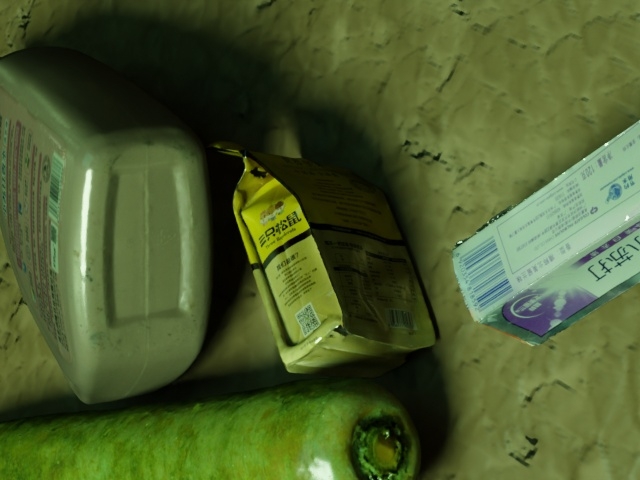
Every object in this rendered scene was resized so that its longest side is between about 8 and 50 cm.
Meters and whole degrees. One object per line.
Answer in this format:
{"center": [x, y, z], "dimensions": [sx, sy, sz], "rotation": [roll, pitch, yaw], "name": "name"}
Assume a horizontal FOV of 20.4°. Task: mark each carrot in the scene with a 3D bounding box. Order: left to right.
{"center": [-0.095, 0.115, 0.891], "dimensions": [0.358, 0.074, 0.074], "rotation": [-10, 74, 44], "name": "carrot"}

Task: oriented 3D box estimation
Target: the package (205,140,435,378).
{"center": [0.000, 0.000, 0.833], "dimensions": [0.047, 0.071, 0.131], "rotation": [-41, 55, 34], "name": "package"}

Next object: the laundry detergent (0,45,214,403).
{"center": [-0.133, -0.011, 0.939], "dimensions": [0.237, 0.076, 0.171], "rotation": [33, 127, 57], "name": "laundry detergent"}

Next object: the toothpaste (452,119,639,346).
{"center": [0.137, -0.020, 0.719], "dimensions": [0.196, 0.047, 0.040], "rotation": [-36, 49, 37], "name": "toothpaste"}
